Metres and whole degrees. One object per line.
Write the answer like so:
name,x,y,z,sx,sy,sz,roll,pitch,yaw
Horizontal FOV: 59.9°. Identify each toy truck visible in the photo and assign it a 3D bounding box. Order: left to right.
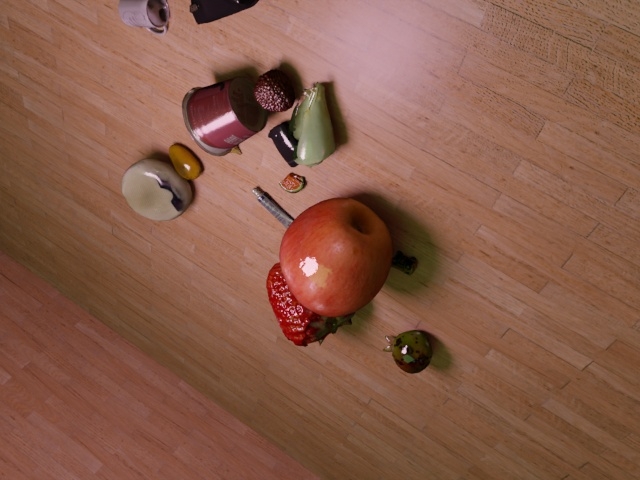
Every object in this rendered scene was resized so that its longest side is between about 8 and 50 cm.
toy truck,0.279,0.079,1.846,0.083,0.049,0.054,25,137,20

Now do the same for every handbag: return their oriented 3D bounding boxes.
handbag,-0.339,-0.769,1.547,0.288,0.152,0.342,-6,120,54

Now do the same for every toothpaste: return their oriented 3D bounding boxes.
toothpaste,-0.170,-0.113,2.035,0.216,0.037,0.062,44,138,-8

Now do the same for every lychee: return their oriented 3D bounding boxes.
lychee,-0.135,-0.447,1.673,0.129,0.123,0.123,25,139,-11

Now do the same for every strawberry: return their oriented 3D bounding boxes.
strawberry,-0.049,0.234,2.070,0.310,0.292,0.291,35,146,48

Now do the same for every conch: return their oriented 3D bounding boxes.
conch,-0.036,-0.344,1.682,0.137,0.143,0.250,-14,107,-3

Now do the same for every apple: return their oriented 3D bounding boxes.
apple,0.059,0.046,1.764,0.364,0.364,0.363,20,134,23

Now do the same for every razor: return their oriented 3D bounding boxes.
razor,-0.103,-0.311,1.805,0.090,0.054,0.148,-22,110,41

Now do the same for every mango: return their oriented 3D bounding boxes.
mango,-0.521,-0.301,2.118,0.161,0.076,0.103,50,145,4

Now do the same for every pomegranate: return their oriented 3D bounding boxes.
pomegranate,0.309,0.404,2.024,0.220,0.156,0.156,-10,118,46

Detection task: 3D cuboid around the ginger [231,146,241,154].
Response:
ginger,-0.331,-0.351,1.955,0.137,0.044,0.057,54,155,-11

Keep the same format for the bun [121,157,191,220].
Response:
bun,-0.641,-0.218,2.214,0.284,0.179,0.283,7,135,7

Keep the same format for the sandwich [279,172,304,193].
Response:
sandwich,-0.093,-0.197,1.916,0.069,0.026,0.101,51,135,-4

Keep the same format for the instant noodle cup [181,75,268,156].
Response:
instant noodle cup,-0.291,-0.401,1.758,0.179,0.234,0.234,-14,115,34

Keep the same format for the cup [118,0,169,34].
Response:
cup,-0.559,-0.716,1.778,0.133,0.099,0.136,14,130,27
